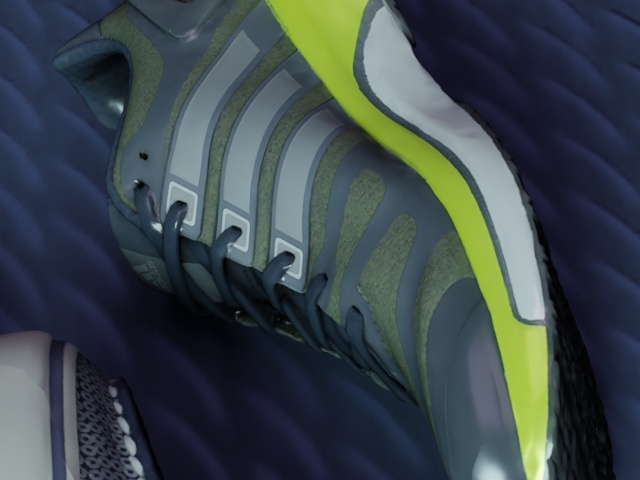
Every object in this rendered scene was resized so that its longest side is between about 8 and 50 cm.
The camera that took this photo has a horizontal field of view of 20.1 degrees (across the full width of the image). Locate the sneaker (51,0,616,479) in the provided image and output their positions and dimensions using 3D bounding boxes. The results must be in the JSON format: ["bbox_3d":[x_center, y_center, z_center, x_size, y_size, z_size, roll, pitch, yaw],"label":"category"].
[{"bbox_3d":[0.000,0.000,0.598,0.121,0.111,0.300,-28,44,-1],"label":"sneaker"}]

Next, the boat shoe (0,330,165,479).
[{"bbox_3d":[0.006,0.158,0.445,0.158,0.127,0.340,-12,55,-9],"label":"boat shoe"}]
